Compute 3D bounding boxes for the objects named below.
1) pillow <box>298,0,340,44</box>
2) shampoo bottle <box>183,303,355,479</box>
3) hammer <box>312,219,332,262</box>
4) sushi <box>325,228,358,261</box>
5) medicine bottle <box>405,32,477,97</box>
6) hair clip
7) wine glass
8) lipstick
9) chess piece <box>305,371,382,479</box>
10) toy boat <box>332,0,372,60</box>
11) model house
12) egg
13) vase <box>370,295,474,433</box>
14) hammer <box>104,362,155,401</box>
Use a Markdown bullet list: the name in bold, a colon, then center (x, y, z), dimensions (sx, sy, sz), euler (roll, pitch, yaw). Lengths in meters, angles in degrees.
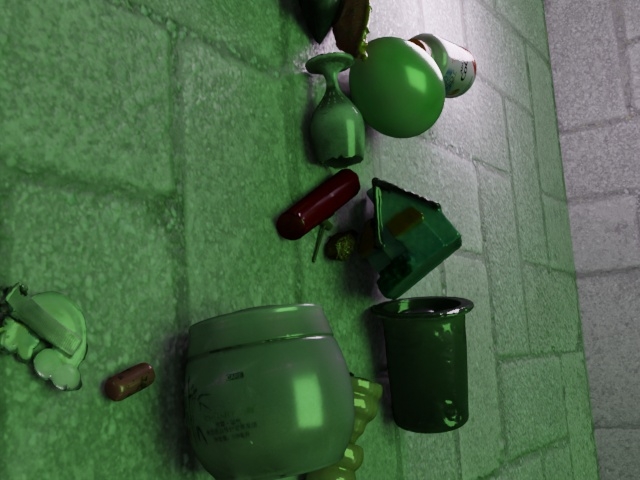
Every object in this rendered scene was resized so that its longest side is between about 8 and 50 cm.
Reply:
- **pillow**: center (0.001, -0.599, 1.633), dimensions (0.186, 0.106, 0.250), euler (74, 24, -65)
- **shampoo bottle**: center (-0.086, 0.242, 1.163), dimensions (0.273, 0.273, 0.266), euler (5, 69, -55)
- **hammer**: center (0.000, 0.000, 1.571), dimensions (0.035, 0.019, 0.110), euler (43, 51, -41)
- **sushi**: center (0.052, 0.011, 1.605), dimensions (0.061, 0.060, 0.118), euler (62, 39, -32)
- **medicine bottle**: center (0.322, -0.498, 2.033), dimensions (0.288, 0.157, 0.157), euler (-5, 86, -55)
- **hair clip**: center (-0.374, 0.123, 0.979), dimensions (0.172, 0.049, 0.116), euler (53, 47, -37)
- **wine glass**: center (0.033, -0.288, 1.597), dimensions (0.126, 0.126, 0.241), euler (6, 75, -54)
- **lipstick**: center (0.002, -0.080, 1.548), dimensions (0.279, 0.073, 0.073), euler (-40, 114, -52)
- **chess piece**: center (0.033, 0.403, 1.435), dimensions (0.142, 0.142, 0.261), euler (35, 61, -46)
- **toy boat**: center (0.077, -0.540, 1.706), dimensions (0.099, 0.141, 0.318), euler (26, 40, -20)
- **model house**: center (0.169, -0.028, 1.660), dimensions (0.249, 0.230, 0.280), euler (50, 4, 13)
- **egg**: center (0.186, -0.373, 1.751), dimensions (0.269, 0.220, 0.220), euler (37, 53, -38)
- **vase**: center (0.244, 0.291, 1.690), dimensions (0.245, 0.245, 0.291), euler (-11, 100, -55)
- **hammer**: center (-0.289, 0.215, 1.084), dimensions (0.083, 0.043, 0.043), euler (-25, 103, -57)
